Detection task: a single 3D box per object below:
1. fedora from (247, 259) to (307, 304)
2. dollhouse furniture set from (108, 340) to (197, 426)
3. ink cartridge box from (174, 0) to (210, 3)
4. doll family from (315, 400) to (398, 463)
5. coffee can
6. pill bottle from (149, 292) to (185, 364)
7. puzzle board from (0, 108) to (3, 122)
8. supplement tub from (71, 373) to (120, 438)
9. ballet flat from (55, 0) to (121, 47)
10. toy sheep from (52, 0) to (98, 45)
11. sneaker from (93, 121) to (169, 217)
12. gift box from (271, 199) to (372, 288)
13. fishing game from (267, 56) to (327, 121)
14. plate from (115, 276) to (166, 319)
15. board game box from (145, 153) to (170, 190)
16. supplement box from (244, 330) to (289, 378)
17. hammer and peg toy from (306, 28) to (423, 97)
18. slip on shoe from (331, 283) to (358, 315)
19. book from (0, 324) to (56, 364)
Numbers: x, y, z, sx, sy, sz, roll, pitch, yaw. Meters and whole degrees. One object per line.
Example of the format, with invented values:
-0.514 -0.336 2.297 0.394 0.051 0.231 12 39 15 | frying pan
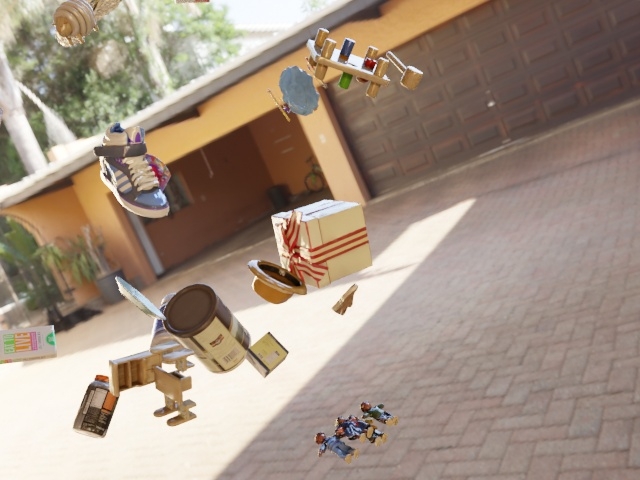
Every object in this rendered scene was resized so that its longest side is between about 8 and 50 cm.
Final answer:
-0.132 0.128 1.841 0.079 0.194 0.194 -61 -1 13 | fedora
-0.502 0.421 1.931 0.160 0.212 0.242 -12 18 -43 | dollhouse furniture set
-0.456 -0.905 2.275 0.127 0.073 0.175 -5 -3 -10 | ink cartridge box
0.071 0.409 1.389 0.192 0.076 0.111 -9 19 -42 | doll family
-0.383 0.306 2.212 0.201 0.275 0.202 -13 48 15 | coffee can
-0.562 0.331 2.468 0.153 0.153 0.265 -22 34 10 | pill bottle
-0.870 -0.303 1.696 0.011 0.128 0.096 3 -13 6 | puzzle board
-0.740 0.551 2.148 0.117 0.117 0.191 -17 49 44 | supplement tub
-0.921 -0.881 2.469 0.408 0.147 0.147 -26 5 31 | ballet flat
-0.549 -0.497 1.451 0.091 0.091 0.132 -19 34 35 | toy sheep
-0.602 -0.246 2.103 0.130 0.322 0.236 -23 -38 -46 | sneaker
0.000 0.000 2.096 0.258 0.255 0.276 -20 12 -28 | gift box
-0.079 -0.537 2.336 0.041 0.189 0.264 -15 31 48 | fishing game
-0.520 0.173 1.849 0.024 0.188 0.188 -48 12 -9 | plate
-0.607 -0.224 2.273 0.169 0.133 0.033 -50 5 39 | board game box
-0.144 0.307 1.736 0.083 0.083 0.056 -38 -15 -32 | supplement box
0.135 -0.568 2.128 0.361 0.128 0.266 15 25 -16 | hammer and peg toy
0.078 0.172 1.857 0.051 0.041 0.135 -41 -9 -48 | slip on shoe
-0.763 0.271 1.669 0.144 0.035 0.096 -4 43 -27 | book
